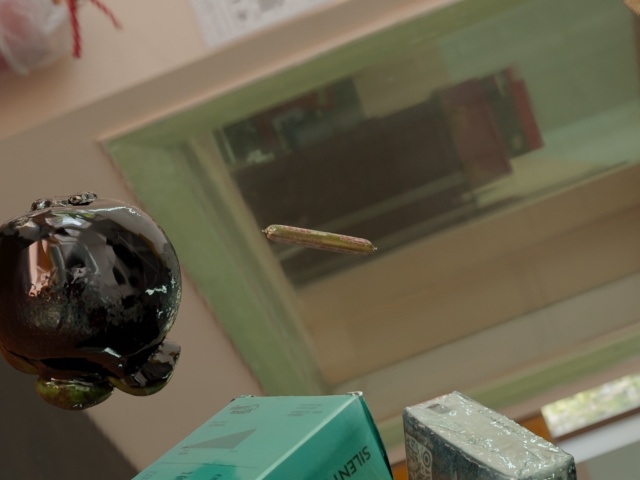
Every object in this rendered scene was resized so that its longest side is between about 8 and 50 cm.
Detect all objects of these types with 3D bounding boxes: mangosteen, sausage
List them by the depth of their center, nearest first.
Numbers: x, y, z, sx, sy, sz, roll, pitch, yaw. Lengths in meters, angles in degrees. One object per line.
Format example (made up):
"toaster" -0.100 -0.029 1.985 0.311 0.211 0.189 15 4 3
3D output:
"sausage" 0.000 0.000 0.954 0.015 0.100 0.015 -170 -90 -66
"mangosteen" -0.253 0.063 1.296 0.243 0.243 0.243 -21 90 -85

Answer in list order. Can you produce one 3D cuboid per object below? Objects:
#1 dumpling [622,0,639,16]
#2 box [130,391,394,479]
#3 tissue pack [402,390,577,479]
"dumpling" 0.334 -0.259 0.947 0.243 0.187 0.318 28 -16 8
"box" -0.097 0.279 1.217 0.311 0.205 0.118 -36 110 -41
"tissue pack" 0.182 0.342 1.280 0.228 0.103 0.315 -155 -125 -63
